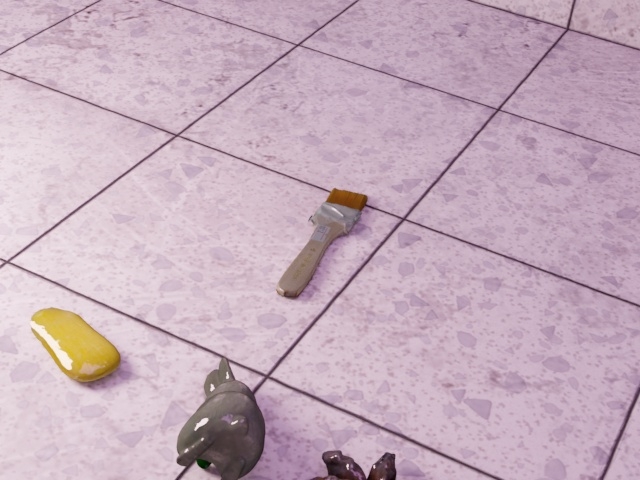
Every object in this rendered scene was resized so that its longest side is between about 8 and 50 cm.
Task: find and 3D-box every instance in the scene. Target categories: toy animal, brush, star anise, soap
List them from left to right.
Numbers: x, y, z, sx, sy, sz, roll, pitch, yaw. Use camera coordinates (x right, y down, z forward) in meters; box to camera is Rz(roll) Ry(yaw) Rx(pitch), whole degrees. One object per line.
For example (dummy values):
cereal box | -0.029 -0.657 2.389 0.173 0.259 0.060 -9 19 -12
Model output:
soap | -0.369 0.155 1.657 0.089 0.033 0.168 -19 43 -33
toy animal | -0.120 0.243 1.517 0.108 0.138 0.236 39 23 -6
brush | 0.000 0.000 1.932 0.086 0.020 0.336 16 37 12
star anise | 0.075 0.338 1.451 0.208 0.063 0.172 32 42 31
